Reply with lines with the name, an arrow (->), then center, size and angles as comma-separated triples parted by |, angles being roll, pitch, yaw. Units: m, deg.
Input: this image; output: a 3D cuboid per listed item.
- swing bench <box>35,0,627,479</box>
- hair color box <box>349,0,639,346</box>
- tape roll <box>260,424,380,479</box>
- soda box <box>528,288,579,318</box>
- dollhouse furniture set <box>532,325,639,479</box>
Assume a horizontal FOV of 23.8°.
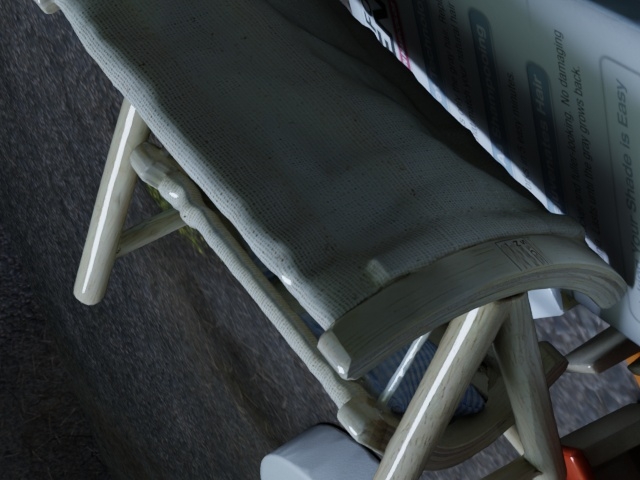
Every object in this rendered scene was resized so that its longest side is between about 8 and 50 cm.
swing bench -> 0.000, 0.000, 0.727 | 0.253, 0.165, 0.255 | 50, 155, 29
hair color box -> 0.157, -0.053, 0.657 | 0.374, 0.113, 0.185 | 39, 153, 46
tape roll -> 0.070, 0.377, 1.621 | 0.392, 0.072, 0.392 | 50, 159, 27
soda box -> 0.112, 0.006, 0.928 | 0.069, 0.074, 0.216 | 61, 162, -3
dollhouse furniture set -> 0.205, 0.165, 0.831 | 0.262, 0.135, 0.259 | 62, 162, -7
